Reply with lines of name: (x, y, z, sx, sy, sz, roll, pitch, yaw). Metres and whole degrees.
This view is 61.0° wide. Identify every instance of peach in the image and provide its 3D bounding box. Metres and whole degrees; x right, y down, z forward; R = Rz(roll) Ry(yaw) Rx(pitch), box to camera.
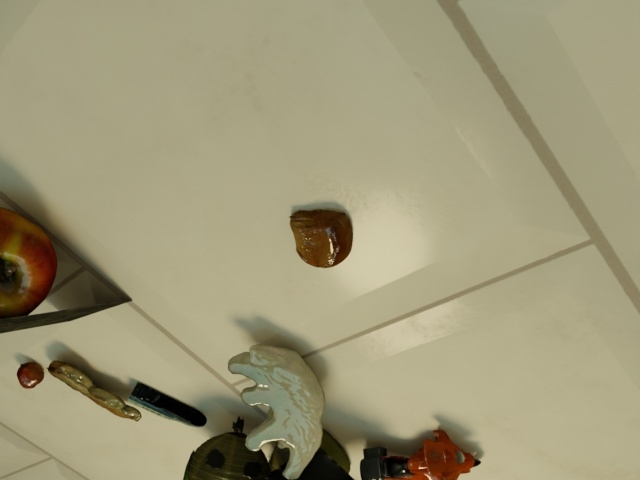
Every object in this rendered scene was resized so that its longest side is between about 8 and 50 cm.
peach: (-0.718, 0.055, 1.194, 0.280, 0.238, 0.281, 14, 108, 48)

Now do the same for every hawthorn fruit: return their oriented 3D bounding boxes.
hawthorn fruit: (-0.865, 0.401, 1.616, 0.077, 0.077, 0.077, 7, 129, 9)

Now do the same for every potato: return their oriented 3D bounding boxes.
potato: (-0.072, 0.614, 1.551, 0.269, 0.112, 0.255, -5, 126, 16)

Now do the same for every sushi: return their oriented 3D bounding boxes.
sushi: (-0.043, 0.694, 1.393, 0.215, 0.227, 0.213, 36, 132, 22)

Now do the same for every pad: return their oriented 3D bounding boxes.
pad: (-0.653, 0.186, 1.241, 0.247, 0.367, 0.007, -19, 82, 26)

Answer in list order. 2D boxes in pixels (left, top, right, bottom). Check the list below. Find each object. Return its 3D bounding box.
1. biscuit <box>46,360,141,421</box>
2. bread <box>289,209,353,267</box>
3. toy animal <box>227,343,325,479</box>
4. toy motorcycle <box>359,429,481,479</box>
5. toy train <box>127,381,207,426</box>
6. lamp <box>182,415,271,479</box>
biscuit: (-0.661, 0.442, 1.586, 0.299, 0.045, 0.154, 40, 147, -15)
bread: (0.000, 0.000, 1.080, 0.125, 0.044, 0.129, 3, 132, 14)
toy animal: (-0.106, 0.384, 1.365, 0.307, 0.188, 0.266, 35, 106, -4)
toy motorcycle: (0.250, 0.597, 1.435, 0.325, 0.148, 0.221, -16, 145, 19)
toy train: (-0.445, 0.492, 1.588, 0.233, 0.052, 0.051, 29, 133, -9)
lamp: (-0.250, 0.639, 1.518, 0.249, 0.285, 0.250, 12, 164, 3)
